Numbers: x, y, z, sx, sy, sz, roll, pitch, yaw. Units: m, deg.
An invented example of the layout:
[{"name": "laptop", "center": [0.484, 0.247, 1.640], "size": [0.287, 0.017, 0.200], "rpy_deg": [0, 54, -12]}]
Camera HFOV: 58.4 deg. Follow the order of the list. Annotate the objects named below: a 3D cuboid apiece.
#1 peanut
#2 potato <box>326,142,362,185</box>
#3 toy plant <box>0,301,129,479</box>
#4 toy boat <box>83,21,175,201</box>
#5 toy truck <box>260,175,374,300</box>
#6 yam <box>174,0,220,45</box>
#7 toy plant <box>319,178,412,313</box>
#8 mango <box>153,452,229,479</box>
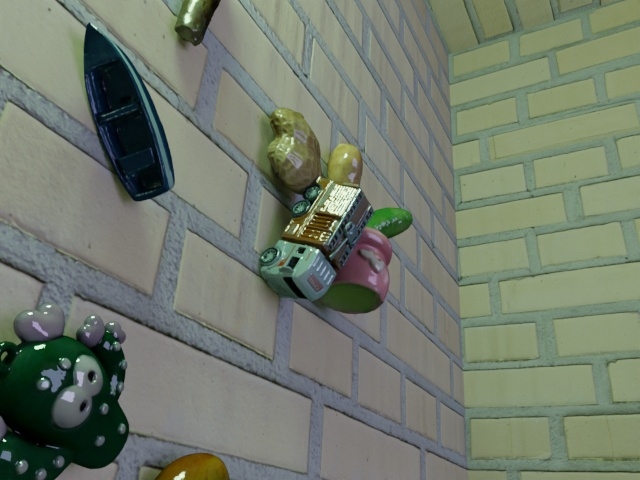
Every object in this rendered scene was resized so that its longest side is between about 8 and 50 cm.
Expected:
[{"name": "peanut", "center": [-0.065, -0.234, 1.471], "size": [0.196, 0.110, 0.233], "rpy_deg": [29, 57, -57]}, {"name": "potato", "center": [0.073, -0.206, 1.732], "size": [0.109, 0.118, 0.178], "rpy_deg": [5, 89, -27]}, {"name": "toy plant", "center": [-0.345, 0.205, 0.757], "size": [0.243, 0.112, 0.233], "rpy_deg": [40, 48, -60]}, {"name": "toy boat", "center": [-0.328, -0.217, 0.971], "size": [0.062, 0.096, 0.300], "rpy_deg": [-44, 117, -71]}, {"name": "toy truck", "center": [0.000, 0.000, 1.375], "size": [0.306, 0.162, 0.136], "rpy_deg": [-58, 135, -24]}, {"name": "yam", "center": [-0.253, -0.547, 1.264], "size": [0.071, 0.067, 0.318], "rpy_deg": [27, 53, -24]}, {"name": "toy plant", "center": [0.113, 0.024, 1.583], "size": [0.316, 0.211, 0.356], "rpy_deg": [20, 45, -18]}, {"name": "mango", "center": [-0.230, 0.449, 0.896], "size": [0.139, 0.113, 0.253], "rpy_deg": [64, 37, -35]}]
